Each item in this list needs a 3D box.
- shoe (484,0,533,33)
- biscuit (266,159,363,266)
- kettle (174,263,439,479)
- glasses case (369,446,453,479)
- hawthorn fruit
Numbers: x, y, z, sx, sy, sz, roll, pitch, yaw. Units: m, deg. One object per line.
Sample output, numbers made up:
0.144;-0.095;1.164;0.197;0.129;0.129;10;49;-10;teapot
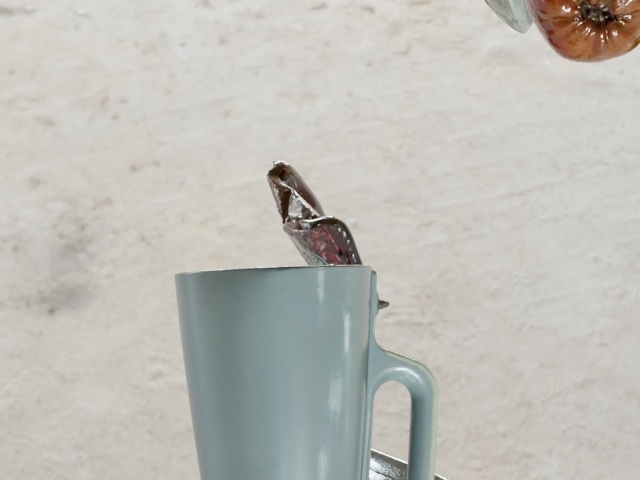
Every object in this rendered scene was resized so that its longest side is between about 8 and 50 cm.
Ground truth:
0.238;-0.356;1.293;0.125;0.227;0.099;-33;48;-9;shoe
-0.003;-0.005;1.378;0.063;0.151;0.235;-35;33;-2;biscuit
-0.007;0.141;0.900;0.210;0.243;0.160;-3;-3;-16;kettle
0.150;0.401;1.753;0.323;0.131;0.074;9;66;55;glasses case
0.262;-0.245;1.071;0.132;0.133;0.138;3;40;8;hawthorn fruit
